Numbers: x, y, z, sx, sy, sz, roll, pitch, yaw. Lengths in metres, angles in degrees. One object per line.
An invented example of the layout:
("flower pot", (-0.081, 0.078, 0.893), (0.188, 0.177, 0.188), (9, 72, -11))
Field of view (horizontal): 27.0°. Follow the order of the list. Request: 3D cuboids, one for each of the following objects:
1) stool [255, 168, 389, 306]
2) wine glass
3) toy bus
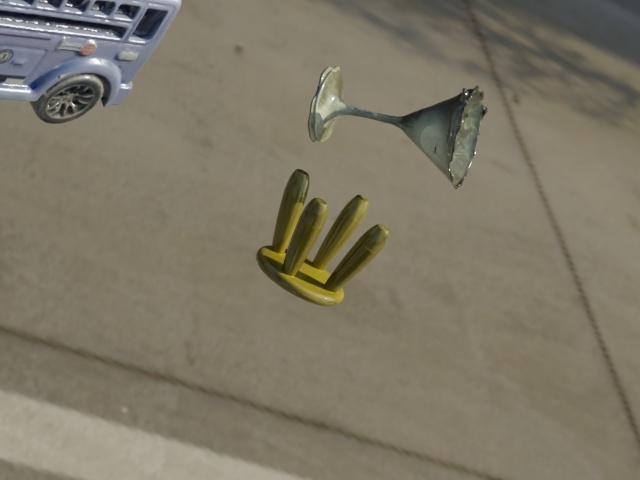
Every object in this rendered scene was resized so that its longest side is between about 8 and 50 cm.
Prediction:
("stool", (0.000, 0.000, 1.482), (0.135, 0.110, 0.134), (35, 18, 19))
("wine glass", (0.086, -0.135, 1.518), (0.182, 0.122, 0.122), (15, 24, 20))
("toy bus", (-0.135, -0.095, 0.483), (0.167, 0.076, 0.073), (-2, 55, -51))
